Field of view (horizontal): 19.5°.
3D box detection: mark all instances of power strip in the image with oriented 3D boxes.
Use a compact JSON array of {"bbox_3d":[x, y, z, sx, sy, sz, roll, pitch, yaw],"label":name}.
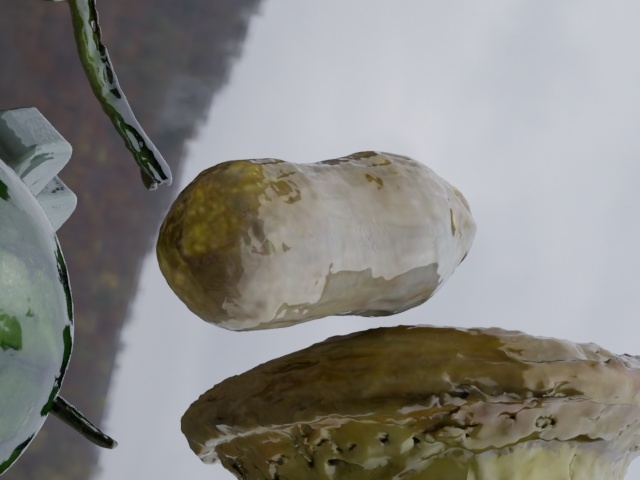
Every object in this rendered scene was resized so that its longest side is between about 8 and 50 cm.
[{"bbox_3d":[-0.264,-0.017,1.357,0.193,0.059,0.265,-45,170,21],"label":"power strip"}]

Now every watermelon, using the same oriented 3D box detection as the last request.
[{"bbox_3d":[-0.199,0.036,0.853,0.188,0.215,0.188,-12,-111,33],"label":"watermelon"}]

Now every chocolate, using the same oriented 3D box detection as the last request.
[{"bbox_3d":[0.000,0.000,1.382,0.134,0.309,0.134,6,-81,40],"label":"chocolate"}]

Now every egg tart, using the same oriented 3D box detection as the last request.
[{"bbox_3d":[0.104,0.187,1.565,0.443,0.443,0.178,137,-47,-70],"label":"egg tart"}]

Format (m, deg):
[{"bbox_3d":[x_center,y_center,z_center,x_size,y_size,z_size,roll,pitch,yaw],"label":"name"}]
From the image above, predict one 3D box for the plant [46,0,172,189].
[{"bbox_3d":[-0.201,-0.251,1.694,0.333,0.180,0.251,54,2,31],"label":"plant"}]
